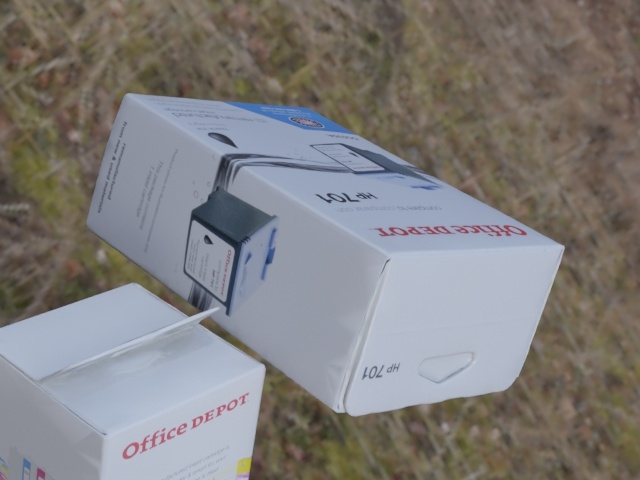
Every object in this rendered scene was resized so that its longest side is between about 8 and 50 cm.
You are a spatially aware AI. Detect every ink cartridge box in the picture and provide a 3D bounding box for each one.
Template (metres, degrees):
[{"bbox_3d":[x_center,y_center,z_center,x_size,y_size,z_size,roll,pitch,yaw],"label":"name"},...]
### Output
[{"bbox_3d":[0.000,0.000,0.673,0.190,0.082,0.139,30,21,38],"label":"ink cartridge box"},{"bbox_3d":[-0.092,0.093,0.602,0.090,0.143,0.092,29,32,33],"label":"ink cartridge box"}]
